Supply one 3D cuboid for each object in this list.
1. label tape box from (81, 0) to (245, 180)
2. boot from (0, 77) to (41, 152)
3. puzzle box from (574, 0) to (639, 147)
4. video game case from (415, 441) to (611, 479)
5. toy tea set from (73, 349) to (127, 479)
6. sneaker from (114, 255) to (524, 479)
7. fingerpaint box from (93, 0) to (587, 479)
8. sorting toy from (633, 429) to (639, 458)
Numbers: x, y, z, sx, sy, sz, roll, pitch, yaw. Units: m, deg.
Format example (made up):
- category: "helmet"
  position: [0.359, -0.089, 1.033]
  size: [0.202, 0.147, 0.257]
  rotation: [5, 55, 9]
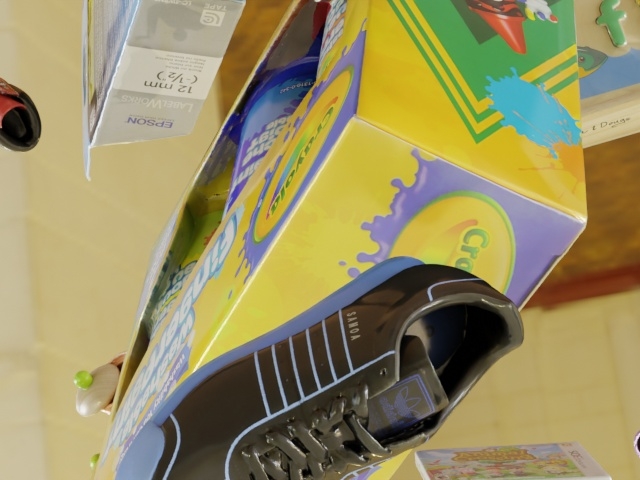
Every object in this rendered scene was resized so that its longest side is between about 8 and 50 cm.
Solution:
- category: "label tape box"
  position: [-0.175, -0.252, 1.895]
  size: [0.115, 0.249, 0.347]
  rotation: [5, 148, -15]
- category: "boot"
  position: [-0.402, -0.196, 1.924]
  size: [0.176, 0.088, 0.244]
  rotation: [26, 161, 53]
- category: "puzzle box"
  position: [0.208, -0.205, 1.552]
  size: [0.409, 0.272, 0.052]
  rotation: [-17, 147, 2]
- category: "video game case"
  position: [0.230, 0.280, 2.175]
  size: [0.212, 0.023, 0.193]
  rotation: [-3, -174, -3]
- category: "toy tea set"
  position: [-0.171, 0.190, 1.806]
  size: [0.124, 0.200, 0.336]
  rotation: [39, 159, -32]
- category: "sneaker"
  position: [0.001, 0.086, 0.907]
  size: [0.232, 0.081, 0.090]
  rotation: [-38, -153, -22]
- category: "fingerpaint box"
  position: [0.000, 0.000, 1.254]
  size: [0.163, 0.371, 0.445]
  rotation: [24, 127, -12]
- category: "sorting toy"
  position: [0.276, 0.158, 1.415]
  size: [0.042, 0.061, 0.102]
  rotation: [-6, 179, -31]
